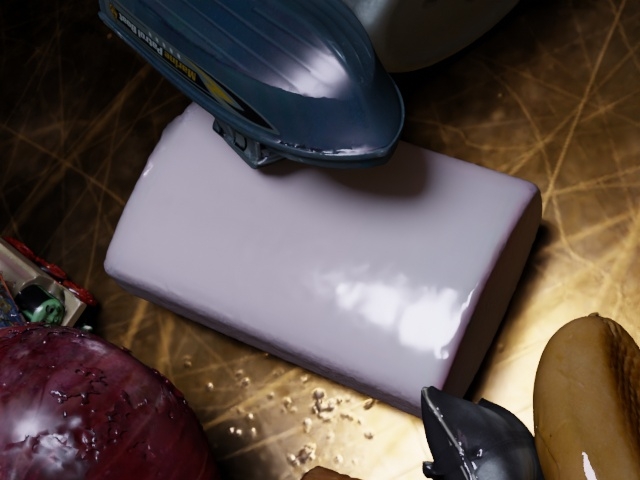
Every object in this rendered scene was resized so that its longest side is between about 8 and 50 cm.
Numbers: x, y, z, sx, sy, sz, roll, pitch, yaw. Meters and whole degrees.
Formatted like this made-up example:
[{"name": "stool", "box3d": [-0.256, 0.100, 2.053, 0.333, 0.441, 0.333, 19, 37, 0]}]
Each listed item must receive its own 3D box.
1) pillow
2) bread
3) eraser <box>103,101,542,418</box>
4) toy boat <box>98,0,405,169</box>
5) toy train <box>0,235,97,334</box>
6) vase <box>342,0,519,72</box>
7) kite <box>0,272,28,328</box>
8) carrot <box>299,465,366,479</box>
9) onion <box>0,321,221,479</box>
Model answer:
[{"name": "pillow", "box3d": [0.105, 0.134, 0.644, 0.091, 0.135, 0.055, 36, 97, 31]}, {"name": "bread", "box3d": [0.177, 0.137, 0.635, 0.077, 0.114, 0.189, -45, 46, 39]}, {"name": "eraser", "box3d": [0.000, 0.000, 0.749, 0.270, 0.095, 0.174, 20, 73, 25]}, {"name": "toy boat", "box3d": [-0.044, -0.126, 0.715, 0.114, 0.122, 0.296, -30, 48, -20]}, {"name": "toy train", "box3d": [-0.237, 0.034, 0.822, 0.138, 0.087, 0.050, 33, 87, 25]}, {"name": "vase", "box3d": [0.025, -0.287, 0.772, 0.245, 0.245, 0.291, -36, 68, 4]}, {"name": "kite", "box3d": [-0.277, 0.050, 0.807, 0.189, 0.232, 0.009, 44, 53, -5]}, {"name": "carrot", "box3d": [0.075, 0.231, 0.630, 0.225, 0.159, 0.159, 9, 74, 8]}, {"name": "onion", "box3d": [-0.169, 0.166, 0.704, 0.252, 0.219, 0.252, 9, 113, 21]}]
